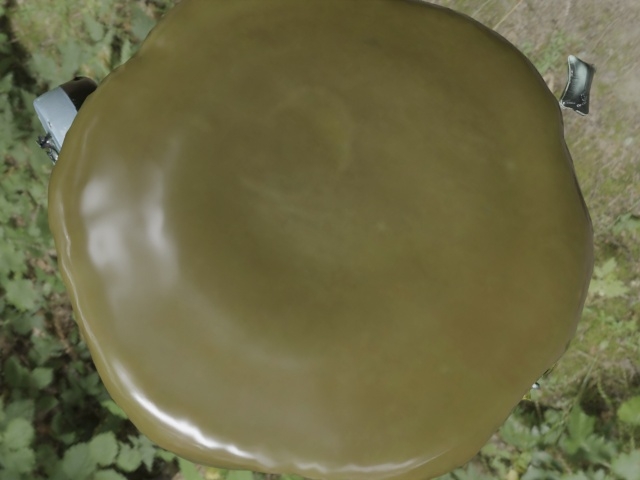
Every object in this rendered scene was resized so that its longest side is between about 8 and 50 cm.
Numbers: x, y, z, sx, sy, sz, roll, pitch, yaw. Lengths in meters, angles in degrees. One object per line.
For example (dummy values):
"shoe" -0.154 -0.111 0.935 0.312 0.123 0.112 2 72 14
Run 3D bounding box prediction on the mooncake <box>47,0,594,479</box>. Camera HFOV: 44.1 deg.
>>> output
"mooncake" 0.000 0.000 0.732 0.467 0.467 0.262 46 165 1

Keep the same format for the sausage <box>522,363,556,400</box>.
"sausage" 0.300 0.073 1.153 0.125 0.117 0.317 -6 81 32

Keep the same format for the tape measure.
"tape measure" -0.298 -0.116 1.026 0.181 0.107 0.182 64 164 -18

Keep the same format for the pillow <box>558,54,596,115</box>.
"pillow" 0.621 -0.373 1.909 0.091 0.136 0.055 10 172 -1
